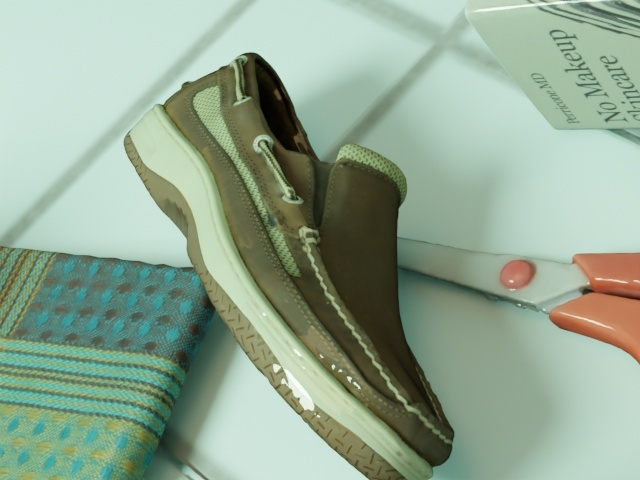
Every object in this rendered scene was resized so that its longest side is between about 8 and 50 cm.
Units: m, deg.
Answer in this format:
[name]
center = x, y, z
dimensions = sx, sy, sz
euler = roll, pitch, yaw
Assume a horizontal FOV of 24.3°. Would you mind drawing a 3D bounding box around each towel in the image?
[towel]
center = -0.221, 0.158, 0.688
dimensions = 0.272, 0.040, 0.370
euler = 6, 57, 30

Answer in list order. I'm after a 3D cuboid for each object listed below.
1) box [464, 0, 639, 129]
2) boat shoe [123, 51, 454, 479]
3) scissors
[box]
center = 0.209, -0.110, 0.611
dimensions = 0.275, 0.113, 0.094
euler = 1, 65, 36
[boat shoe]
center = -0.004, -0.004, 0.658
dimensions = 0.095, 0.095, 0.257
euler = -41, 49, 4
[scissors]
center = 0.099, 0.027, 0.642
dimensions = 0.297, 0.021, 0.109
euler = 0, 55, 26
